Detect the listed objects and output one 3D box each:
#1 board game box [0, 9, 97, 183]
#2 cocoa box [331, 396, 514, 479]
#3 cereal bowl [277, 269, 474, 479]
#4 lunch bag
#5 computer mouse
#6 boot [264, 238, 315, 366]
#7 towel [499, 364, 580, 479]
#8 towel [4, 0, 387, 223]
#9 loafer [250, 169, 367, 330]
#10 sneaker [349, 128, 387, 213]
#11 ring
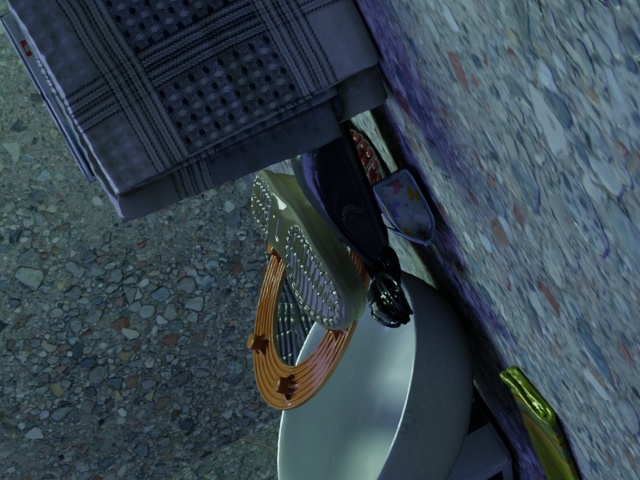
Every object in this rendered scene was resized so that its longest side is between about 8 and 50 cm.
[{"bbox_3d":[-0.143,-0.210,1.416,0.053,0.305,0.193,-104,-12,-75],"label":"board game box"},{"bbox_3d":[0.126,0.322,1.986,0.228,0.231,0.347,58,175,27],"label":"cocoa box"},{"bbox_3d":[0.084,0.209,1.708,0.141,0.339,0.339,18,-167,-22],"label":"cereal bowl"},{"bbox_3d":[0.090,-0.031,1.494,0.083,0.053,0.071,59,-179,-4],"label":"lunch bag"},{"bbox_3d":[0.022,-0.041,1.533,0.188,0.072,0.272,-91,-19,-71],"label":"computer mouse"},{"bbox_3d":[0.008,0.045,2.225,0.222,0.118,0.338,-21,-60,-63],"label":"boot"},{"bbox_3d":[0.255,0.246,1.517,0.237,0.021,0.102,65,175,-34],"label":"towel"},{"bbox_3d":[-0.128,-0.204,1.344,0.324,0.312,0.056,63,-171,-18],"label":"towel"},{"bbox_3d":[0.000,0.000,1.679,0.268,0.092,0.102,-121,32,-43],"label":"loafer"},{"bbox_3d":[0.027,-0.099,1.710,0.092,0.088,0.225,30,-166,-42],"label":"sneaker"},{"bbox_3d":[-0.020,0.056,1.838,0.032,0.337,0.336,18,-165,-23],"label":"ring"}]
